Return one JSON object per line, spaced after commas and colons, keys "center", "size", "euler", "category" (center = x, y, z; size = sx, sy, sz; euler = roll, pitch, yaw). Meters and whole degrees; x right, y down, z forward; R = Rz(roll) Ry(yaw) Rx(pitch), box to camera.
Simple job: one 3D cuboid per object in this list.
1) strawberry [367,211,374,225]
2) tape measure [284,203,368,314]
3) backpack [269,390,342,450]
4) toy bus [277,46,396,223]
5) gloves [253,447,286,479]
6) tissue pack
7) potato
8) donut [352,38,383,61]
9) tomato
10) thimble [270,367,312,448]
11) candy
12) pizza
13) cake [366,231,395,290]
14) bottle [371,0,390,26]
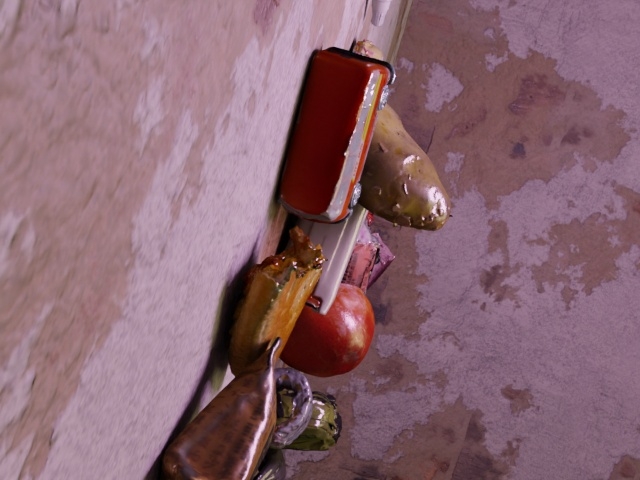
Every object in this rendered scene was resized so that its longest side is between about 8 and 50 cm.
{"center": [0.036, -0.010, 2.108], "size": [0.228, 0.098, 0.174], "euler": [-46, 179, -29], "category": "strawberry"}
{"center": [0.000, 0.000, 1.461], "size": [0.265, 0.130, 0.258], "euler": [117, -7, -84], "category": "tape measure"}
{"center": [-0.055, 0.417, 1.846], "size": [0.253, 0.207, 0.140], "euler": [77, 15, -67], "category": "backpack"}
{"center": [0.014, -0.150, 1.175], "size": [0.120, 0.121, 0.265], "euler": [-29, 137, -71], "category": "toy bus"}
{"center": [-0.142, 0.560, 1.995], "size": [0.285, 0.119, 0.142], "euler": [-43, 119, -75], "category": "gloves"}
{"center": [0.041, 0.077, 1.801], "size": [0.245, 0.123, 0.332], "euler": [-116, -146, -53], "category": "tissue pack"}
{"center": [0.099, -0.127, 1.317], "size": [0.141, 0.296, 0.191], "euler": [-47, 174, 30], "category": "potato"}
{"center": [0.087, -0.344, 1.589], "size": [0.166, 0.065, 0.108], "euler": [-66, 177, -45], "category": "donut"}
{"center": [0.023, 0.198, 1.625], "size": [0.139, 0.233, 0.200], "euler": [50, -52, 45], "category": "tomato"}
{"center": [-0.083, 0.347, 1.631], "size": [0.151, 0.127, 0.118], "euler": [-51, 164, -18], "category": "thimble"}
{"center": [-0.111, 0.243, 0.981], "size": [0.271, 0.101, 0.143], "euler": [-55, 165, -53], "category": "candy"}
{"center": [-0.066, 0.081, 1.124], "size": [0.229, 0.081, 0.289], "euler": [-53, 166, -32], "category": "pizza"}
{"center": [0.066, 0.104, 2.069], "size": [0.295, 0.116, 0.113], "euler": [-47, 168, 5], "category": "cake"}
{"center": [0.129, -0.510, 1.548], "size": [0.217, 0.060, 0.060], "euler": [97, 11, -59], "category": "bottle"}
